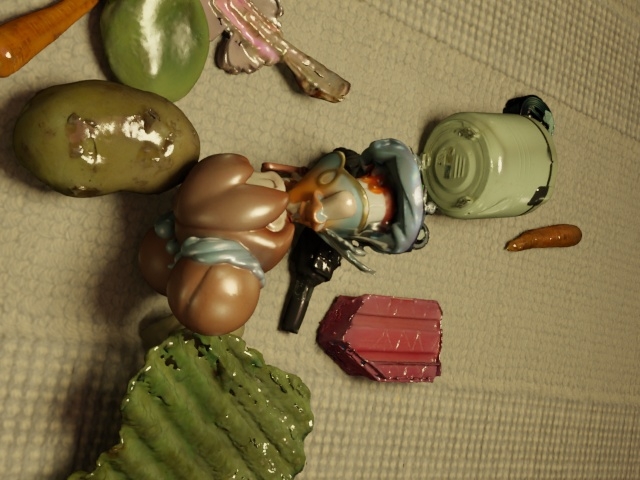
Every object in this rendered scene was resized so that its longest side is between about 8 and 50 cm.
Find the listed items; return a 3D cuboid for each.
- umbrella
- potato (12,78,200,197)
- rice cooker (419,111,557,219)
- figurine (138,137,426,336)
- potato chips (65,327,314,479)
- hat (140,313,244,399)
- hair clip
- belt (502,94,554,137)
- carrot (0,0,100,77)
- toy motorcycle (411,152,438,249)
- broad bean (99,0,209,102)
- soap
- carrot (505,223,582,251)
[{"bbox_3d":[0.000,0.000,1.380,0.118,0.118,0.340,21,88,-36],"label":"umbrella"},{"bbox_3d":[-0.294,-0.143,1.105,0.262,0.165,0.165,-4,94,-33],"label":"potato"},{"bbox_3d":[0.337,-0.148,1.559,0.244,0.226,0.226,-8,97,-36],"label":"rice cooker"},{"bbox_3d":[-0.061,-0.022,1.169,0.388,0.276,0.248,-6,106,-27],"label":"figurine"},{"bbox_3d":[-0.188,0.326,1.180,0.389,0.097,0.373,31,89,-40],"label":"potato chips"},{"bbox_3d":[-0.178,0.196,1.231,0.166,0.144,0.173,-10,76,-35],"label":"hat"},{"bbox_3d":[-0.081,-0.328,1.311,0.300,0.069,0.173,37,68,-22],"label":"hair clip"},{"bbox_3d":[0.468,-0.263,1.746,0.140,0.058,0.105,32,76,-35],"label":"belt"},{"bbox_3d":[-0.386,-0.304,1.095,0.257,0.061,0.061,-52,121,-36],"label":"carrot"},{"bbox_3d":[0.161,-0.072,1.513,0.106,0.074,0.190,-10,99,-27],"label":"toy motorcycle"},{"bbox_3d":[-0.248,-0.318,1.169,0.169,0.100,0.228,-26,109,-27],"label":"broad bean"},{"bbox_3d":[0.115,0.180,1.466,0.250,0.099,0.162,10,86,-38],"label":"soap"},{"bbox_3d":[0.514,-0.004,1.797,0.247,0.059,0.059,-7,96,-35],"label":"carrot"}]
